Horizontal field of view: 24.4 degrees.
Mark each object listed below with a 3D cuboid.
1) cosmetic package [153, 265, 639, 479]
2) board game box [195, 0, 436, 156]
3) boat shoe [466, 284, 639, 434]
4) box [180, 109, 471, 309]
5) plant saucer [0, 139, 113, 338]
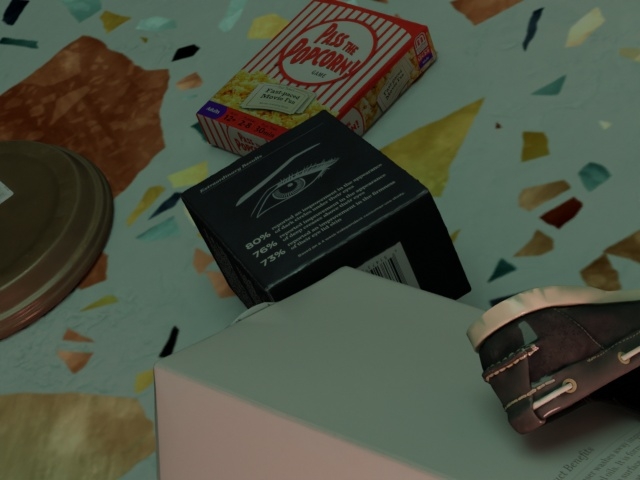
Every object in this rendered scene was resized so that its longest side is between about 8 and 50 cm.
[{"bbox_3d":[0.098,0.158,0.953,0.385,0.156,0.217,16,27,38],"label":"cosmetic package"},{"bbox_3d":[-0.004,-0.150,1.439,0.146,0.045,0.193,22,58,38],"label":"board game box"},{"bbox_3d":[0.196,0.072,0.891,0.233,0.084,0.079,-3,56,-32],"label":"boat shoe"},{"bbox_3d":[0.000,0.000,1.215,0.153,0.108,0.207,-31,32,-9],"label":"box"},{"bbox_3d":[-0.337,-0.005,1.440,0.278,0.041,0.278,-13,43,12],"label":"plant saucer"}]
